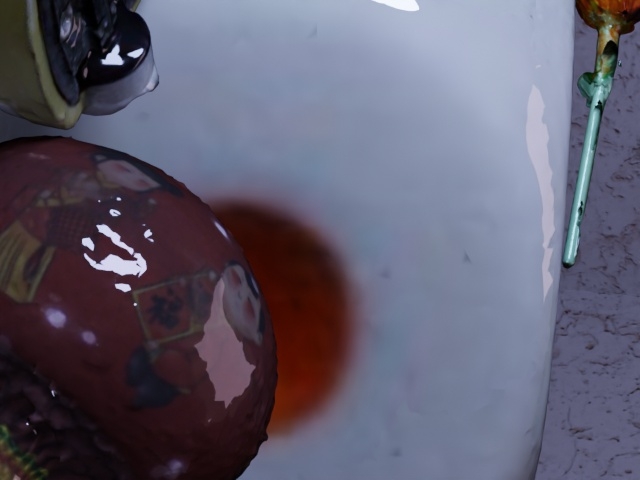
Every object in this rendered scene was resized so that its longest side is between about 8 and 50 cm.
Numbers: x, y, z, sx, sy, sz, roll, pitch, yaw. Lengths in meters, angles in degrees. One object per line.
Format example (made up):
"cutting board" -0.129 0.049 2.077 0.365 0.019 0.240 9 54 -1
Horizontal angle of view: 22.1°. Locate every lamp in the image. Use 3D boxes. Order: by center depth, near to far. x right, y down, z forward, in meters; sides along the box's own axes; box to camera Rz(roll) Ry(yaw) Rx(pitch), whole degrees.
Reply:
"lamp" -0.095 0.043 0.603 0.135 0.156 0.157 -49 -173 -38

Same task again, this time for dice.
"dice" -0.019 -0.016 0.822 0.304 0.276 0.304 -76 167 -70

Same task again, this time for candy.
"candy" 0.132 -0.070 0.780 0.055 0.049 0.185 68 33 -63

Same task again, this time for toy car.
"toy car" -0.098 -0.165 0.626 0.101 0.124 0.257 85 20 -54
